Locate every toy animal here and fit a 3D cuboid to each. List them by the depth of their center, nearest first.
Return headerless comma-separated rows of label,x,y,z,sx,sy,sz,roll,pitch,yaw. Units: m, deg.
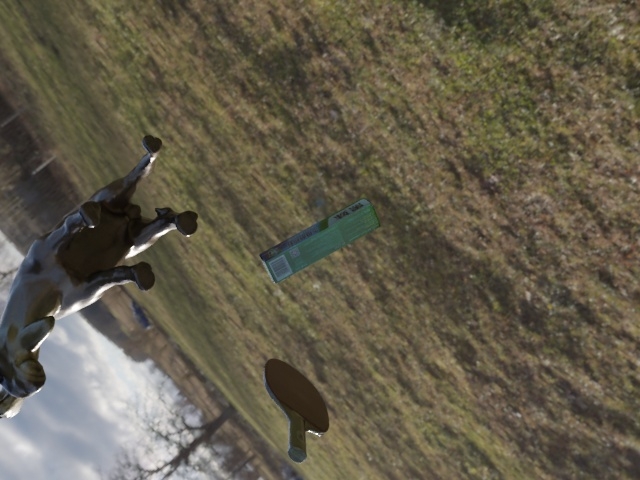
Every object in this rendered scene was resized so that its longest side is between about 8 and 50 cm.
toy animal,-0.180,0.037,0.440,0.186,0.214,0.093,-26,112,30

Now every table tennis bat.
table tennis bat,-0.039,0.263,1.005,0.138,0.022,0.246,40,-170,-12

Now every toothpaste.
toothpaste,0.000,0.000,0.437,0.020,0.083,0.017,66,169,-26
